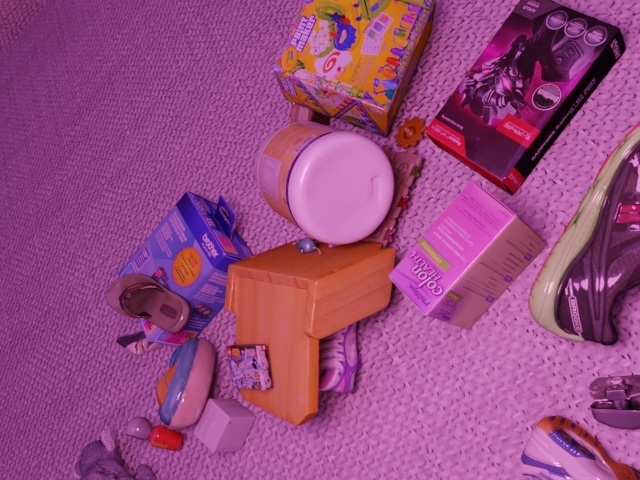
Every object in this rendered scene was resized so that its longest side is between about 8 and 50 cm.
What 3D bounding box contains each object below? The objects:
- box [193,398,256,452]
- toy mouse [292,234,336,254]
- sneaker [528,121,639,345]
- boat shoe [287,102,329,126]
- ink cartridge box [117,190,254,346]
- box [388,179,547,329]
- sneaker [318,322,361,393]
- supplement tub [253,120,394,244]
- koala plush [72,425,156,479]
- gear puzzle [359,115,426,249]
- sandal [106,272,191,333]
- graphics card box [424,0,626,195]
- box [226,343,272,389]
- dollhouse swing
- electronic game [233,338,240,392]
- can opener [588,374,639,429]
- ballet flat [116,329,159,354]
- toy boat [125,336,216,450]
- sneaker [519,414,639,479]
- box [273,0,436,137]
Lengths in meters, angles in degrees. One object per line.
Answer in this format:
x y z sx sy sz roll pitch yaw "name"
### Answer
-0.236 0.455 1.502 0.087 0.101 0.102 28 94 37 "box"
0.000 0.000 1.401 0.160 0.143 0.031 -9 103 8 "toy mouse"
0.560 -0.029 1.078 0.202 0.185 0.483 31 98 19 "sneaker"
-0.028 -0.379 1.600 0.110 0.121 0.341 11 84 36 "boat shoe"
-0.350 0.059 1.677 0.395 0.151 0.270 -47 55 12 "ink cartridge box"
0.292 0.037 1.191 0.243 0.213 0.117 -51 55 12 "box"
0.049 0.243 1.378 0.095 0.104 0.237 -20 44 40 "sneaker"
-0.008 -0.143 1.388 0.241 0.241 0.331 -62 28 3 "supplement tub"
-0.594 0.631 1.659 0.196 0.203 0.221 -52 42 10 "koala plush"
0.161 -0.140 1.447 0.175 0.044 0.339 18 83 47 "gear puzzle"
-0.455 0.153 1.573 0.302 0.086 0.120 12 84 36 "sandal"
0.422 -0.311 1.284 0.371 0.094 0.233 -53 54 9 "graphics card box"
-0.156 0.273 1.325 0.137 0.027 0.094 -13 87 53 "box"
-0.021 0.186 1.369 0.346 0.315 0.305 4 109 52 "dollhouse swing"
-0.128 0.289 1.510 0.229 0.048 0.229 -12 64 27 "electronic game"
0.599 0.259 1.015 0.283 0.076 0.095 -12 102 31 "can opener"
-0.517 0.292 1.770 0.203 0.074 0.074 -21 65 26 "ballet flat"
-0.382 0.408 1.553 0.318 0.148 0.267 -62 13 22 "toy boat"
0.476 0.436 1.028 0.296 0.111 0.131 42 118 37 "sneaker"
0.083 -0.444 1.428 0.279 0.177 0.290 23 83 9 "box"
